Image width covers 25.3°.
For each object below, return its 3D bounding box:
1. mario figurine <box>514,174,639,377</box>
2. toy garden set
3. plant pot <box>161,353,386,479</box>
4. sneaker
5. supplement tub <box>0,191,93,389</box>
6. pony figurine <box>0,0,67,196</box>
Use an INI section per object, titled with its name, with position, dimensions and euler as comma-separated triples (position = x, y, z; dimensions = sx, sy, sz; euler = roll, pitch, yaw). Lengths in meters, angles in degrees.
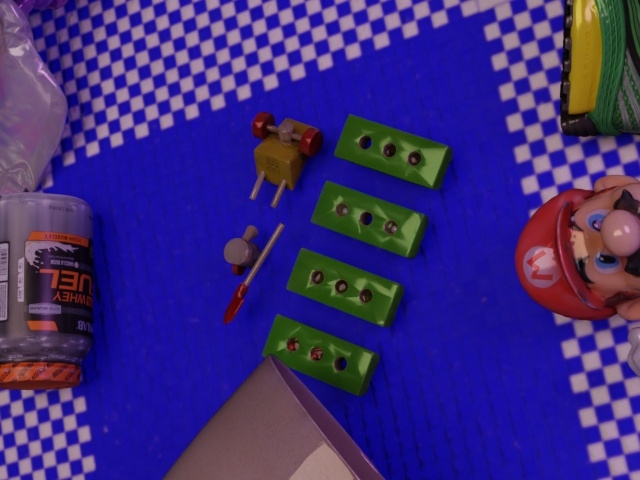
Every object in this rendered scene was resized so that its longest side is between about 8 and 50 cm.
[mario figurine]
position = 0.312, -0.011, 1.145
dimensions = 0.320, 0.170, 0.198
euler = -14, 39, 15
[toy garden set]
position = 0.000, 0.000, 1.368
dimensions = 0.204, 0.049, 0.244
euler = 20, 90, 26
[plant pot]
position = -0.066, 0.278, 1.193
dimensions = 0.274, 0.256, 0.256
euler = -39, 66, 0
[sneaker]
position = 0.278, -0.252, 1.192
dimensions = 0.146, 0.134, 0.343
euler = 2, 119, 9
[supplement tub]
position = -0.290, 0.054, 1.455
dimensions = 0.117, 0.117, 0.190
euler = -7, 78, 24
[pony figurine]
position = -0.367, -0.234, 1.459
dimensions = 0.351, 0.363, 0.303
euler = -45, 71, 29
